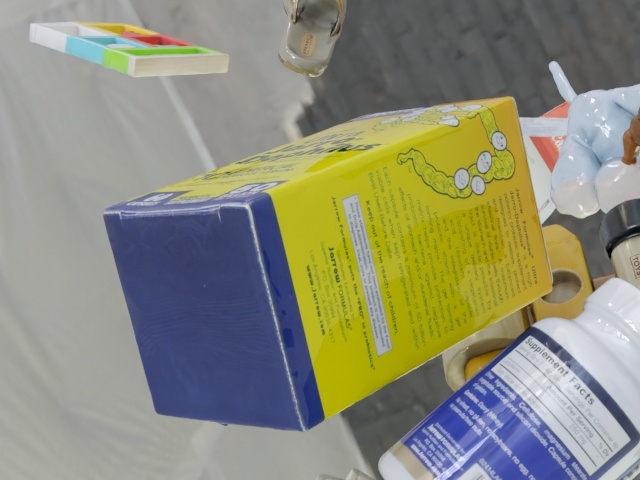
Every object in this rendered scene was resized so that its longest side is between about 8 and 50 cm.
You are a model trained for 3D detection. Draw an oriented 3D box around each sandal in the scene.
[{"bbox_3d":[-0.007,-0.247,1.451,0.049,0.072,0.180,109,172,-45],"label":"sandal"}]

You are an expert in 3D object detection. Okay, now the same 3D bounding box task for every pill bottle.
[{"bbox_3d":[0.192,0.161,1.142,0.153,0.265,0.153,50,175,6],"label":"pill bottle"}]

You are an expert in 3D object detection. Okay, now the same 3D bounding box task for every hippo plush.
[{"bbox_3d":[0.445,-0.089,1.912,0.236,0.294,0.234,41,-109,-36],"label":"hippo plush"}]

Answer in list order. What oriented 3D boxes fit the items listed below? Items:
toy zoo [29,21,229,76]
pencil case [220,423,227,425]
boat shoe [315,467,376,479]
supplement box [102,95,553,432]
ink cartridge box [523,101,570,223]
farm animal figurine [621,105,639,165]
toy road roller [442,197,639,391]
[{"bbox_3d":[-0.310,-0.301,2.078,0.192,0.293,0.030,-10,-65,-47],"label":"toy zoo"},{"bbox_3d":[-0.063,0.151,1.453,0.070,0.064,0.152,28,-162,22],"label":"pencil case"},{"bbox_3d":[0.034,0.342,1.618,0.117,0.096,0.324,33,180,10],"label":"boat shoe"},{"bbox_3d":[0.018,0.010,1.216,0.357,0.194,0.195,-24,-75,-43],"label":"supplement box"},{"bbox_3d":[0.337,-0.103,2.133,0.189,0.232,0.066,46,-158,-49],"label":"ink cartridge box"},{"bbox_3d":[0.542,-0.136,1.604,0.330,0.327,0.172,36,131,40],"label":"farm animal figurine"},{"bbox_3d":[0.318,0.123,1.612,0.202,0.330,0.240,-93,-16,-46],"label":"toy road roller"}]
